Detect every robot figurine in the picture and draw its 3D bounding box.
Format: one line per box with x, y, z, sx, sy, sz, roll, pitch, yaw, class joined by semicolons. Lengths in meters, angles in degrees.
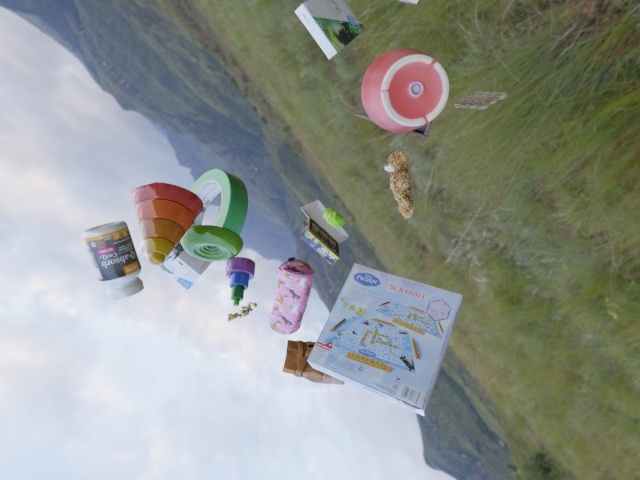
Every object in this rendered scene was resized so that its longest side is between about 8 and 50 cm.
0.062;-0.109;1.980;0.115;0.067;0.101;42;161;-6;robot figurine

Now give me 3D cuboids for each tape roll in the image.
-0.381;-0.087;1.444;0.077;0.321;0.321;24;-160;-43;tape roll

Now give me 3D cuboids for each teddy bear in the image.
0.391;-0.273;2.057;0.245;0.113;0.338;-85;-18;-57;teddy bear

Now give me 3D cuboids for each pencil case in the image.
-0.147;0.277;2.004;0.167;0.386;0.160;31;-146;29;pencil case

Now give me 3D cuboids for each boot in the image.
-0.012;0.390;1.488;0.220;0.109;0.284;9;-144;3;boot

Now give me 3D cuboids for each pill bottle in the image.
-0.787;0.076;1.595;0.162;0.162;0.279;-106;3;-75;pill bottle

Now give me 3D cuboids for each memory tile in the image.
0.533;-0.469;1.387;0.148;0.113;0.012;41;158;58;memory tile

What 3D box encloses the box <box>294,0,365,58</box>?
0.051;-0.946;1.789;0.232;0.058;0.322;49;-131;-17;box

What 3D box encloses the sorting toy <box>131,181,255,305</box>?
-0.230;0.039;0.806;0.365;0.126;0.126;56;-150;-57;sorting toy

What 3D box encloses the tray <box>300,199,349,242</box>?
0.019;-0.090;2.193;0.145;0.030;0.270;-29;-105;-43;tray

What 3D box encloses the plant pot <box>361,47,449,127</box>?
0.270;-0.461;1.280;0.275;0.275;0.243;42;-165;-12;plant pot

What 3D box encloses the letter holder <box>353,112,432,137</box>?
0.296;-0.549;1.717;0.214;0.152;0.302;7;-161;-27;letter holder

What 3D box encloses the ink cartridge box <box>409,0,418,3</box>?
0.238;-0.822;1.324;0.134;0.078;0.231;15;-151;-14;ink cartridge box

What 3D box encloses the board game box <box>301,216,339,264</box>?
0.000;0.000;1.660;0.170;0.048;0.141;42;-159;-16;board game box

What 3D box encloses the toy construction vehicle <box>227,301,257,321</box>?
-0.282;0.253;1.491;0.085;0.098;0.035;-24;-88;-46;toy construction vehicle

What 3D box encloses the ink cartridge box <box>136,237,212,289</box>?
-0.415;0.037;1.193;0.190;0.139;0.082;39;-129;-10;ink cartridge box

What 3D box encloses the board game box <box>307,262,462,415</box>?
0.175;0.244;1.108;0.318;0.318;0.066;16;152;26;board game box
